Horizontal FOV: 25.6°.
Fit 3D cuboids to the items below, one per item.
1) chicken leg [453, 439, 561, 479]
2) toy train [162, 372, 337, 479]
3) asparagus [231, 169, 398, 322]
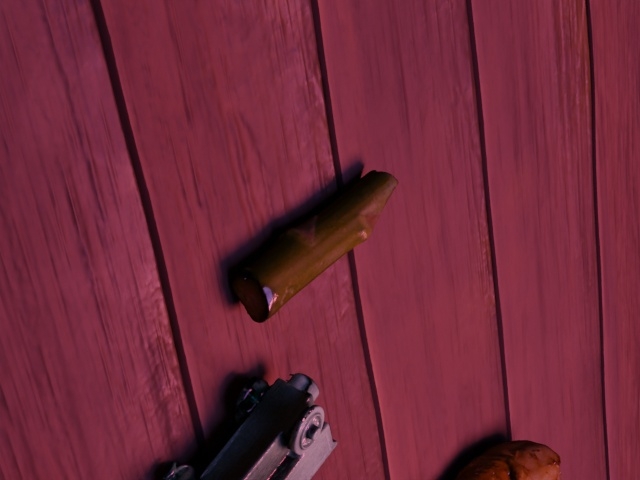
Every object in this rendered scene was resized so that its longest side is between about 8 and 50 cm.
[{"bbox_3d":[0.159,0.262,1.350,0.227,0.088,0.103,-26,136,-50],"label":"chicken leg"},{"bbox_3d":[-0.053,0.177,1.050,0.172,0.070,0.099,-49,148,-30],"label":"toy train"},{"bbox_3d":[0.000,0.000,1.076,0.045,0.041,0.178,49,51,2],"label":"asparagus"}]
